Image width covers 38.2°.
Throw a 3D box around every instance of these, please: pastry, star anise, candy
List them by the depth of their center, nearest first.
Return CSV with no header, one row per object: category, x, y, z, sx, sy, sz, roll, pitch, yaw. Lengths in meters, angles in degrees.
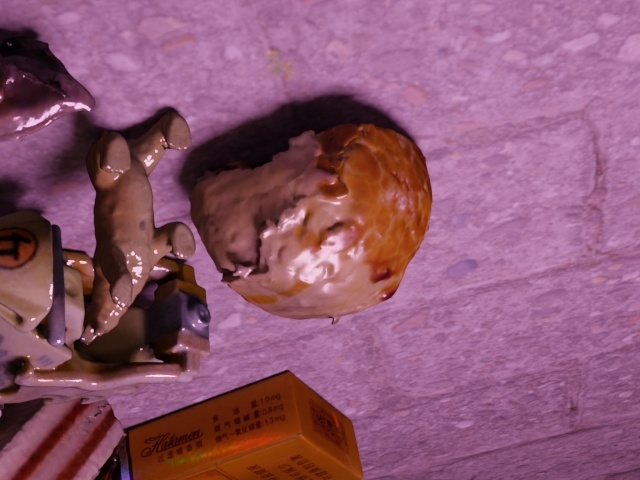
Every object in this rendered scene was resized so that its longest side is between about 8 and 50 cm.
star anise,-0.320,-0.129,0.733,0.257,0.111,0.198,3,171,5
pastry,0.009,0.000,0.976,0.236,0.170,0.256,-23,150,20
candy,-0.400,0.299,1.166,0.179,0.321,0.135,-20,106,19

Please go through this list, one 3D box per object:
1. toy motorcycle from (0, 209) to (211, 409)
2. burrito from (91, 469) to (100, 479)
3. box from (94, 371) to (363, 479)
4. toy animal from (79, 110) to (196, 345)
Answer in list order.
toy motorcycle,-0.290,0.083,1.012,0.237,0.169,0.410,-24,150,27
burrito,-0.388,0.382,1.266,0.117,0.392,0.076,-27,105,16
box,-0.172,0.368,1.502,0.415,0.116,0.264,-22,146,15
toy animal,-0.188,-0.012,0.881,0.101,0.219,0.103,-8,175,41
